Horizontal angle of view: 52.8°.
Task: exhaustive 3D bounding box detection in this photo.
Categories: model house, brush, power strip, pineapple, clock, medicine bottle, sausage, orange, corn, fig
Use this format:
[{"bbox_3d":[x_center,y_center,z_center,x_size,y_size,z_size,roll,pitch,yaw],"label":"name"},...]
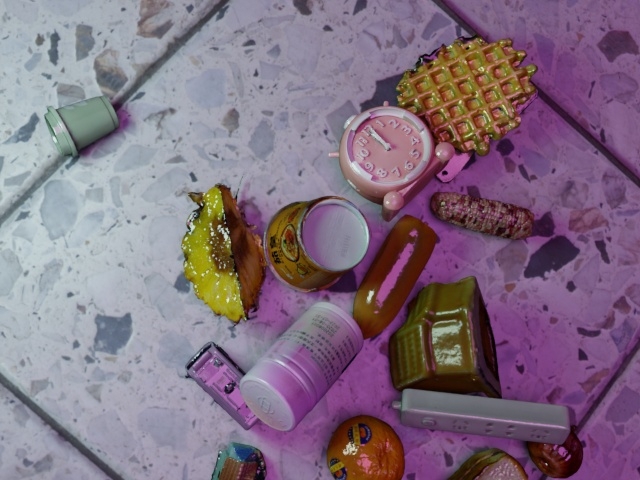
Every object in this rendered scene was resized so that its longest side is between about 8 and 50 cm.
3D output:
[{"bbox_3d":[-0.171,0.519,1.363,0.119,0.148,0.148,18,83,-6],"label":"model house"},{"bbox_3d":[0.399,-0.267,1.588,0.070,0.065,0.327,44,89,-6],"label":"brush"},{"bbox_3d":[0.350,0.391,1.435,0.385,0.091,0.062,4,49,8],"label":"power strip"},{"bbox_3d":[-0.218,0.030,1.438,0.161,0.158,0.335,-23,81,29],"label":"pineapple"},{"bbox_3d":[0.270,0.233,1.465,0.239,0.173,0.268,-11,72,27],"label":"model house"},{"bbox_3d":[0.151,-0.198,1.508,0.241,0.142,0.227,44,79,9],"label":"clock"},{"bbox_3d":[-0.037,0.262,1.360,0.152,0.152,0.254,48,51,0],"label":"medicine bottle"},{"bbox_3d":[0.157,0.096,1.485,0.112,0.112,0.328,31,82,-3],"label":"sausage"},{"bbox_3d":[0.097,0.470,1.397,0.177,0.155,0.178,20,47,-23],"label":"orange"},{"bbox_3d":[0.385,-0.061,1.542,0.253,0.086,0.086,13,82,-6],"label":"corn"},{"bbox_3d":[0.554,0.483,1.485,0.150,0.128,0.129,0,83,-13],"label":"fig"}]

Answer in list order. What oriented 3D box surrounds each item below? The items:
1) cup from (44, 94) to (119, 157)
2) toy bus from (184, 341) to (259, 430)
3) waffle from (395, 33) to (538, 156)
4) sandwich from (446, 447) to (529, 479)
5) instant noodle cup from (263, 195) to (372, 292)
[{"bbox_3d":[-0.524,-0.257,1.427,0.141,0.120,0.120,-26,88,-20],"label":"cup"},{"bbox_3d":[-0.201,0.316,1.402,0.199,0.108,0.096,45,79,-1],"label":"toy bus"},{"bbox_3d":[0.350,-0.364,1.548,0.307,0.060,0.312,35,87,13],"label":"waffle"},{"bbox_3d":[0.397,0.631,1.457,0.249,0.095,0.273,-38,91,-10],"label":"sandwich"},{"bbox_3d":[0.000,0.000,1.417,0.215,0.172,0.216,4,79,-22],"label":"instant noodle cup"}]
